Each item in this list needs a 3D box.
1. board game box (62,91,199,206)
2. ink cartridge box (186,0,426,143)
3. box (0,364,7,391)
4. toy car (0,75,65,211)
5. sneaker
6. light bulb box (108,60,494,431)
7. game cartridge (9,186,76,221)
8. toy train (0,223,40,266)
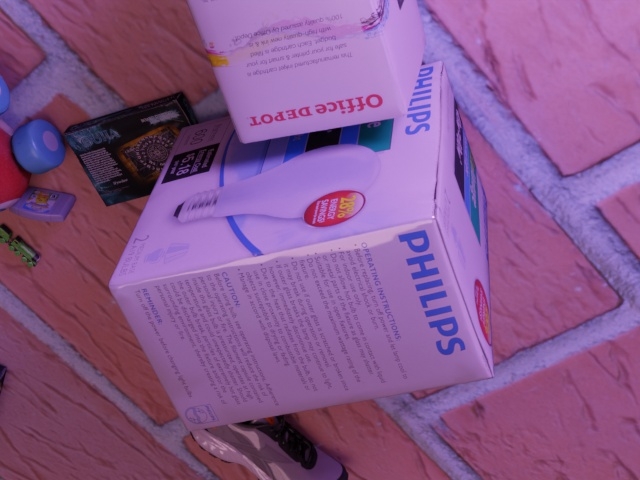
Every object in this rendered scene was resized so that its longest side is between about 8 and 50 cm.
[{"bbox_3d":[-0.242,-0.122,1.417,0.186,0.026,0.126,-13,121,23],"label":"board game box"},{"bbox_3d":[-0.019,-0.278,1.135,0.198,0.197,0.270,-8,123,19],"label":"ink cartridge box"},{"bbox_3d":[-0.715,0.277,1.808,0.293,0.073,0.295,25,129,-3],"label":"box"},{"bbox_3d":[-0.492,-0.069,1.368,0.219,0.238,0.210,-21,133,25],"label":"toy car"},{"bbox_3d":[-0.074,0.326,1.663,0.271,0.100,0.108,28,122,-7],"label":"sneaker"},{"bbox_3d":[0.000,0.000,1.225,0.361,0.358,0.225,-13,122,16],"label":"light bulb box"},{"bbox_3d":[-0.400,-0.051,1.492,0.083,0.056,0.017,10,135,6],"label":"game cartridge"},{"bbox_3d":[-0.459,0.008,1.576,0.024,0.017,0.083,-39,109,22],"label":"toy train"}]
